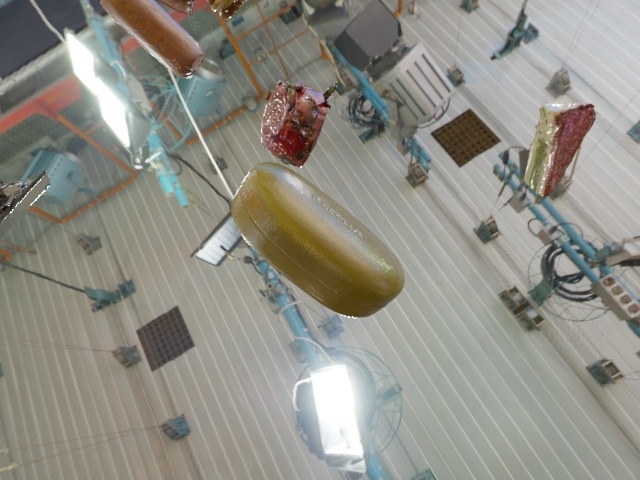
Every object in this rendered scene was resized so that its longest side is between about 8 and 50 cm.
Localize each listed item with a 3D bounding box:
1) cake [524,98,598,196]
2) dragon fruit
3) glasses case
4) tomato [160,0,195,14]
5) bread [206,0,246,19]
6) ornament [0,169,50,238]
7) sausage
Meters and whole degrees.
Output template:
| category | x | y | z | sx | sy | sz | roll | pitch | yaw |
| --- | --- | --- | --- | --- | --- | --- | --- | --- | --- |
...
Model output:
| category | x | y | z | sx | sy | sz | roll | pitch | yaw |
| --- | --- | --- | --- | --- | --- | --- | --- | --- | --- |
| cake | 0.557 | -0.223 | 0.969 | 0.116 | 0.221 | 0.086 | -22 | -140 | -7 |
| dragon fruit | -0.075 | -0.320 | 1.088 | 0.146 | 0.282 | 0.211 | 18 | -131 | -18 |
| glasses case | 0.000 | 0.000 | 0.798 | 0.371 | 0.141 | 0.173 | 38 | -143 | -6 |
| tomato | -0.332 | -0.628 | 0.912 | 0.155 | 0.181 | 0.214 | 11 | -75 | -17 |
| bread | -0.146 | -0.557 | 0.757 | 0.274 | 0.184 | 0.114 | -12 | -132 | 40 |
| ornament | -0.654 | -0.121 | 0.785 | 0.166 | 0.196 | 0.153 | -4 | -128 | 58 |
| sausage | -0.479 | -0.611 | 1.216 | 0.304 | 0.121 | 0.121 | 41 | -100 | -23 |
